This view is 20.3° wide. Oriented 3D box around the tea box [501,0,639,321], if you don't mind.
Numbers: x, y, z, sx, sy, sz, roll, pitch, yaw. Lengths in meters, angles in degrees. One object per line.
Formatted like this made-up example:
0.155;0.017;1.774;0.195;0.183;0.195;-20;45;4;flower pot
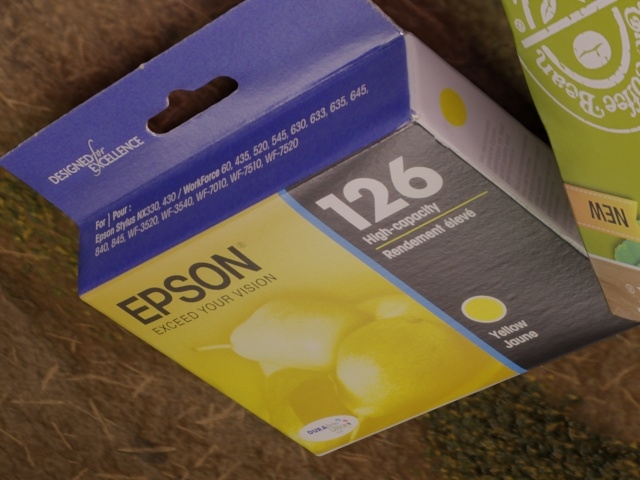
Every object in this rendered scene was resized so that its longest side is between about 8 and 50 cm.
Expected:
0.242;-0.123;0.642;0.329;0.220;0.323;16;136;54;tea box

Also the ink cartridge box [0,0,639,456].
0.000;0.000;1.092;0.307;0.072;0.304;34;138;-30;ink cartridge box
